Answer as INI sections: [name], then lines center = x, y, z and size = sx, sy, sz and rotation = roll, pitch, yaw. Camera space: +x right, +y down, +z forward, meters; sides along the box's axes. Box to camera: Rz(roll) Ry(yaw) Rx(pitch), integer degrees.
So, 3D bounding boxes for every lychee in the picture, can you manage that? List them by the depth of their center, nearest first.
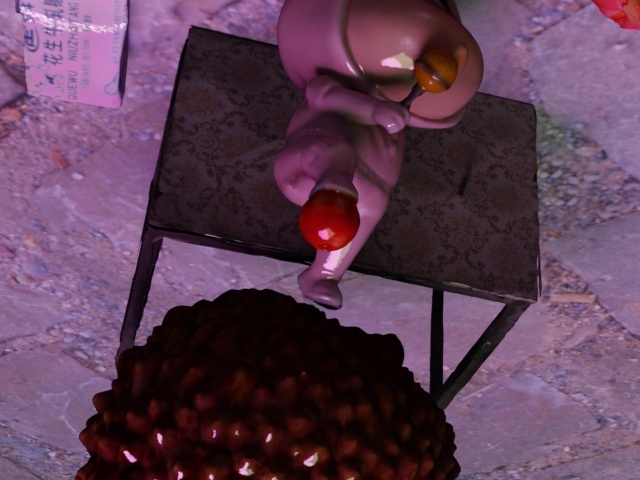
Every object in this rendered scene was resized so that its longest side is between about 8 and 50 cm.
[lychee]
center = -0.040, 0.191, 0.963
size = 0.306, 0.330, 0.306
rotation = 31, 155, 16

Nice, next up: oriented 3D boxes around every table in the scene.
[table]
center = 0.000, 0.000, 1.120
size = 0.335, 0.222, 0.272
rotation = 12, 147, -9

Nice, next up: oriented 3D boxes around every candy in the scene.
[candy]
center = -0.208, -0.189, 0.993
size = 0.092, 0.073, 0.160
rotation = 6, 146, -9

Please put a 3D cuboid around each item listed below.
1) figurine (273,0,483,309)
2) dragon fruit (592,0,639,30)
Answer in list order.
[figurine]
center = 0.045, -0.099, 0.896
size = 0.186, 0.287, 0.176
rotation = -5, 149, 41
[dragon fruit]
center = 0.247, -0.222, 0.764
size = 0.210, 0.205, 0.268
rotation = -21, 137, 23
